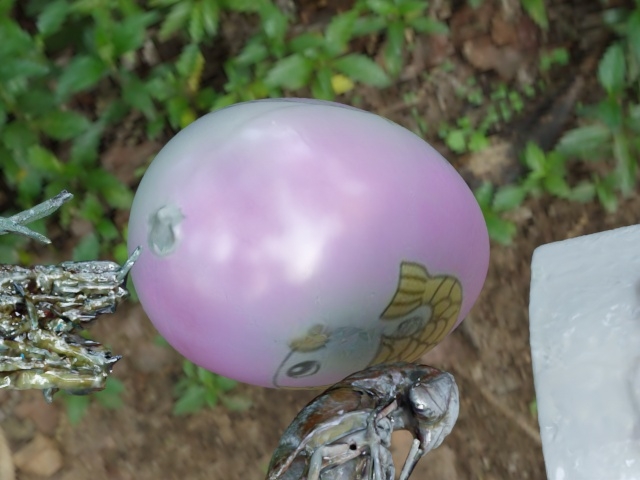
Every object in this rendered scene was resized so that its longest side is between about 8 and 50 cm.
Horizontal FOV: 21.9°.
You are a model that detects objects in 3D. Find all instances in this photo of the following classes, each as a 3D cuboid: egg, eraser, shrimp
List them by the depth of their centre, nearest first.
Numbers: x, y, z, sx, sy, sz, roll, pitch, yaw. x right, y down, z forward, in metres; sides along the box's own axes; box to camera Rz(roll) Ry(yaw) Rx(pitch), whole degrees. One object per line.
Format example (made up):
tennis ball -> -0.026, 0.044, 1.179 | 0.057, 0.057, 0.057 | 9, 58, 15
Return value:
shrimp -> -0.151, 0.017, 0.579 | 0.174, 0.076, 0.082 | 5, 92, -8
shrimp -> 0.009, 0.101, 0.715 | 0.065, 0.056, 0.165 | 11, 35, 20
eraser -> 0.244, 0.061, 0.803 | 0.270, 0.095, 0.174 | -12, 69, 24
egg -> 0.000, 0.000, 1.090 | 0.271, 0.196, 0.196 | -13, 36, -42
